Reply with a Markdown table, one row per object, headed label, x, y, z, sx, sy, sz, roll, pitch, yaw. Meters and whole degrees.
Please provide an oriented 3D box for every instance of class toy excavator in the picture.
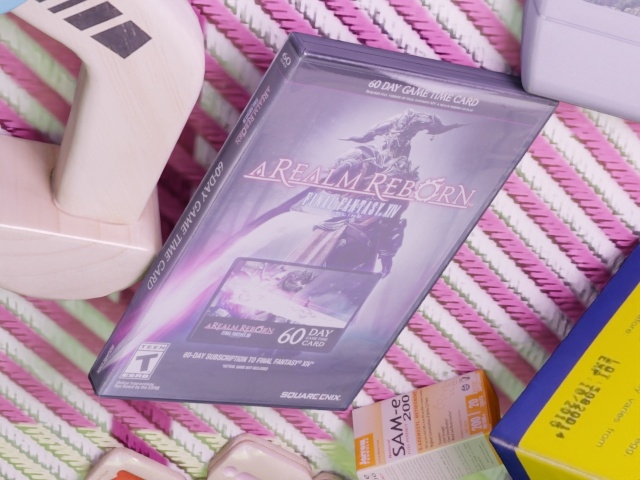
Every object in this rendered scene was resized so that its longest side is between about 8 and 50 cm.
| label | x | y | z | sx | sy | sz | roll | pitch | yaw |
| --- | --- | --- | --- | --- | --- | --- | --- | --- | --- |
| toy excavator | -0.144 | -0.172 | 0.981 | 0.433 | 0.222 | 0.445 | -35 | 132 | 26 |

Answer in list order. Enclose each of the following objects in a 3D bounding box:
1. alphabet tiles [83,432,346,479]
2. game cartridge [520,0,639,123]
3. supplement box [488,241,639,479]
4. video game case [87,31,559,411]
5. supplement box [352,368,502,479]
| label | x | y | z | sx | sy | sz | roll | pitch | yaw |
| --- | --- | --- | --- | --- | --- | --- | --- | --- | --- |
| alphabet tiles | -0.082 | 0.254 | 1.446 | 0.278 | 0.021 | 0.284 | 28 | 124 | -24 |
| game cartridge | 0.231 | -0.183 | 1.071 | 0.196 | 0.060 | 0.294 | 16 | 128 | -10 |
| supplement box | 0.314 | 0.154 | 1.140 | 0.356 | 0.194 | 0.195 | 17 | 148 | 46 |
| video game case | 0.000 | 0.000 | 1.177 | 0.196 | 0.026 | 0.274 | 7 | 130 | -37 |
| supplement box | 0.074 | 0.133 | 1.322 | 0.098 | 0.062 | 0.036 | -19 | 129 | 13 |
